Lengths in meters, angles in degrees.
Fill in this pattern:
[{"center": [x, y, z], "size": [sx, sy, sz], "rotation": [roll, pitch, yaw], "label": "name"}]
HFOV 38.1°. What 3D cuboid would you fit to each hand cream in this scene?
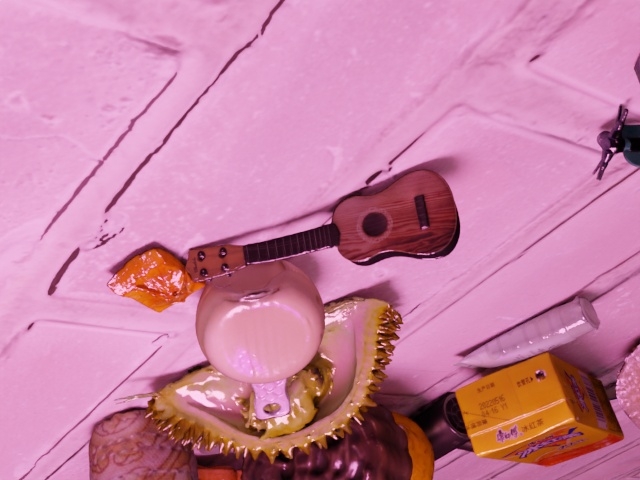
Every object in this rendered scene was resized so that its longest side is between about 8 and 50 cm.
[{"center": [0.284, 0.139, 1.281], "size": [0.205, 0.049, 0.078], "rotation": [-31, 152, 32], "label": "hand cream"}]

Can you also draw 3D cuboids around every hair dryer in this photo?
[{"center": [0.241, 0.346, 1.535], "size": [0.248, 0.077, 0.195], "rotation": [19, 138, -26], "label": "hair dryer"}]

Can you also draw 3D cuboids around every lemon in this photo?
[{"center": [0.074, 0.345, 1.387], "size": [0.187, 0.186, 0.244], "rotation": [6, 143, -33], "label": "lemon"}]

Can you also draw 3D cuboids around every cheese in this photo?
[{"center": [-0.060, 0.119, 1.007], "size": [0.137, 0.064, 0.227], "rotation": [-8, 130, -4], "label": "cheese"}]

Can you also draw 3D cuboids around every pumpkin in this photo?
[{"center": [-0.161, 0.047, 0.930], "size": [0.073, 0.035, 0.101], "rotation": [-26, 151, 22], "label": "pumpkin"}]

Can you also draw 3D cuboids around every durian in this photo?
[{"center": [-0.052, 0.173, 1.156], "size": [0.356, 0.157, 0.169], "rotation": [-23, 113, 10], "label": "durian"}]

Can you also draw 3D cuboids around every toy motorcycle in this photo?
[{"center": [0.321, -0.116, 0.868], "size": [0.100, 0.058, 0.173], "rotation": [-4, 147, -7], "label": "toy motorcycle"}]

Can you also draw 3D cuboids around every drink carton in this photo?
[{"center": [0.345, 0.270, 1.426], "size": [0.155, 0.111, 0.351], "rotation": [-27, 155, 20], "label": "drink carton"}]

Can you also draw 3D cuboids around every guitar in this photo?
[{"center": [0.000, 0.001, 0.903], "size": [0.271, 0.083, 0.038], "rotation": [-13, 161, 10], "label": "guitar"}]

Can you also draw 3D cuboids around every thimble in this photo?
[{"center": [-0.227, 0.321, 1.243], "size": [0.138, 0.143, 0.190], "rotation": [-22, 149, 10], "label": "thimble"}]

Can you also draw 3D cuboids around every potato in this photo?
[{"center": [0.564, 0.205, 1.451], "size": [0.202, 0.182, 0.117], "rotation": [-50, 177, 19], "label": "potato"}]

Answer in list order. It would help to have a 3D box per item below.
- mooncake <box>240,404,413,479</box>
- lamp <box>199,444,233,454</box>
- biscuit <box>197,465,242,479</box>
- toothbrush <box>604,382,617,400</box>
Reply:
[{"center": [0.004, 0.310, 1.254], "size": [0.228, 0.228, 0.124], "rotation": [-28, 150, 19], "label": "mooncake"}, {"center": [-0.104, 0.341, 1.431], "size": [0.050, 0.056, 0.198], "rotation": [-33, 143, 32], "label": "lamp"}, {"center": [-0.183, 0.382, 1.451], "size": [0.280, 0.043, 0.183], "rotation": [26, 139, -36], "label": "biscuit"}, {"center": [0.622, 0.220, 1.594], "size": [0.294, 0.026, 0.028], "rotation": [-21, 168, 10], "label": "toothbrush"}]
